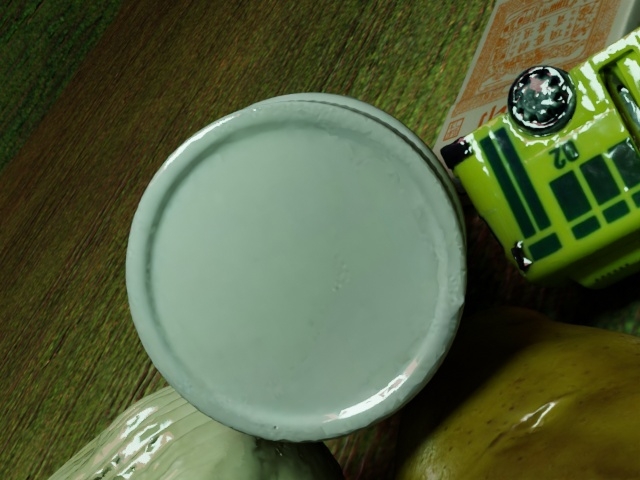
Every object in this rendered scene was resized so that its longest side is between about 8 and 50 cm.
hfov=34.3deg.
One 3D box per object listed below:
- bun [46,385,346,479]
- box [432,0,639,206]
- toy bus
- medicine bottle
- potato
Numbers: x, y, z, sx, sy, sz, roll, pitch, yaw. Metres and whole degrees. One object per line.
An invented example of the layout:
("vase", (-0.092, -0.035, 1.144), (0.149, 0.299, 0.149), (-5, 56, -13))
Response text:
("bun", (-0.110, 0.252, 0.710), (0.326, 0.234, 0.362), (-54, 19, -22))
("box", (0.230, -0.202, 0.956), (0.204, 0.051, 0.365), (-12, 48, 54))
("toy bus", (0.229, -0.071, 0.700), (0.262, 0.128, 0.150), (-32, 72, 29))
("medicine bottle", (0.000, 0.000, 0.746), (0.211, 0.211, 0.371), (-45, 1, 7))
("potato", (0.140, 0.144, 0.560), (0.369, 0.176, 0.195), (-125, 51, -66))
